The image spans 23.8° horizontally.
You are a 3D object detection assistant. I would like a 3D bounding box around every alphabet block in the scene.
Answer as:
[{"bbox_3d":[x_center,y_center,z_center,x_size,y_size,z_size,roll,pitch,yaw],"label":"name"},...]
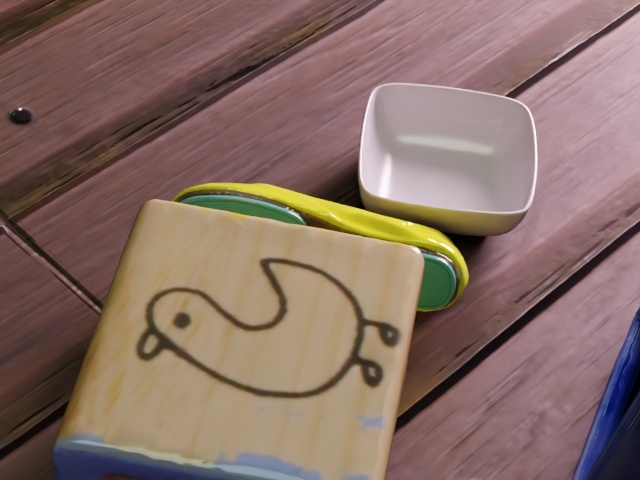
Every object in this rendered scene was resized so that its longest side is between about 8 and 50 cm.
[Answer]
[{"bbox_3d":[-0.047,0.119,0.954,0.192,0.193,0.197,11,48,2],"label":"alphabet block"}]

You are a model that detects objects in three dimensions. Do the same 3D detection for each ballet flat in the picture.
[{"bbox_3d":[0.000,0.000,1.156,0.231,0.077,0.077,14,27,3],"label":"ballet flat"}]

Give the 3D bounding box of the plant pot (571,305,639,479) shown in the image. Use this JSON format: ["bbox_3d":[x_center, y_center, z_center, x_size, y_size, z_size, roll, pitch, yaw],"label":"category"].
[{"bbox_3d":[0.309,0.101,0.987,0.212,0.236,0.236,24,50,7],"label":"plant pot"}]

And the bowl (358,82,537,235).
[{"bbox_3d":[0.100,-0.059,1.222,0.142,0.053,0.142,7,48,2],"label":"bowl"}]
